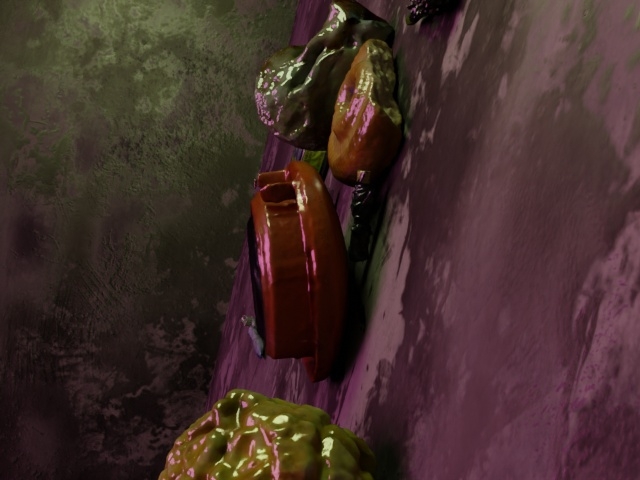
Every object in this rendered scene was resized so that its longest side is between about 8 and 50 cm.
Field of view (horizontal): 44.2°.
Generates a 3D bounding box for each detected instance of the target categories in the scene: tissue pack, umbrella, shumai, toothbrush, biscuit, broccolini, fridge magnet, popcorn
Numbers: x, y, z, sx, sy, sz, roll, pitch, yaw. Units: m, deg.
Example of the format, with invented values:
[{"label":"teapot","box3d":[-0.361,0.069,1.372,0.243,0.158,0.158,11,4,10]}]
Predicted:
[{"label":"tissue pack","box3d":[-0.041,-0.147,1.870,0.173,0.073,0.235,-99,24,-63]},{"label":"umbrella","box3d":[0.064,-0.037,1.218,0.040,0.037,0.143,-53,-32,-75]},{"label":"shumai","box3d":[0.009,-0.307,1.444,0.203,0.222,0.271,133,157,-62]},{"label":"toothbrush","box3d":[-0.190,0.274,2.258,0.413,0.042,0.035,-144,67,-77]},{"label":"biscuit","box3d":[0.068,-0.197,1.306,0.274,0.091,0.213,-96,23,-54]},{"label":"broccolini","box3d":[0.162,-0.347,1.144,0.091,0.068,0.202,-64,-5,2]},{"label":"fridge magnet","box3d":[-0.036,0.051,1.290,0.363,0.155,0.363,174,90,-83]},{"label":"popcorn","box3d":[-0.062,0.309,0.938,0.270,0.258,0.224,125,163,-46]}]

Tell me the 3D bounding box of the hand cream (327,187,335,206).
[{"label":"hand cream","box3d":[-0.001,0.000,1.605,0.052,0.038,0.216,-26,-53,-72]}]
